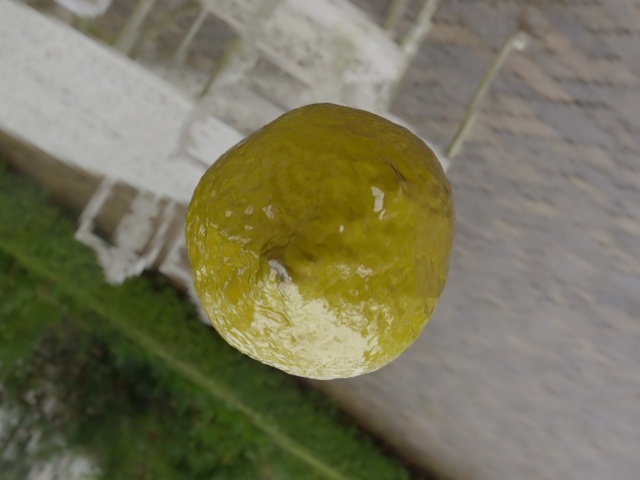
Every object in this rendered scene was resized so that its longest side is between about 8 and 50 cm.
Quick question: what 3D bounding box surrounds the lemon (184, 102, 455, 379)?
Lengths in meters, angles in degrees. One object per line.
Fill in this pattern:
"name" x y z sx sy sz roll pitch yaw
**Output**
"lemon" 0.000 0.000 0.399 0.065 0.065 0.092 30 -164 1
